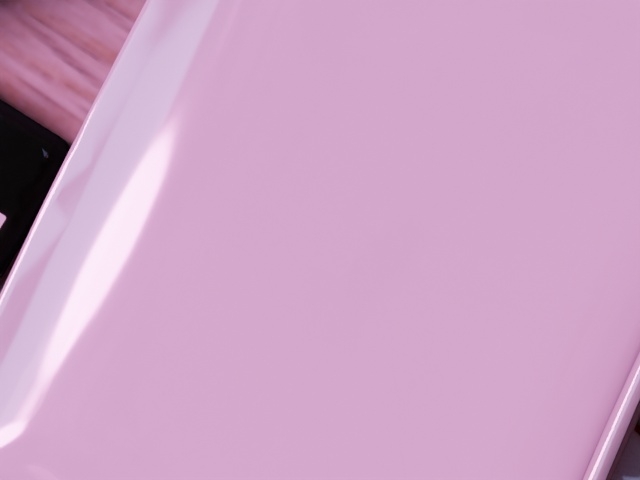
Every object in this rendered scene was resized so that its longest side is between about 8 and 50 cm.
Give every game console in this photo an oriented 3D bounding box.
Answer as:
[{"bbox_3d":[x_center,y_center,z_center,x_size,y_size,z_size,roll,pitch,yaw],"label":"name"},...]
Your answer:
[{"bbox_3d":[-0.194,-0.022,0.625,0.107,0.071,0.122,32,91,-3],"label":"game console"}]

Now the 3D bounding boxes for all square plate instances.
[{"bbox_3d":[0.000,0.000,0.456,0.344,0.049,0.347,22,86,50],"label":"square plate"}]

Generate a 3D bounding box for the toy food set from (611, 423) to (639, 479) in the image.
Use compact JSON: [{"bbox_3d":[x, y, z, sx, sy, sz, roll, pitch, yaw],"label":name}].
[{"bbox_3d":[0.081,0.043,0.433,0.232,0.104,0.111,-21,69,18],"label":"toy food set"}]
